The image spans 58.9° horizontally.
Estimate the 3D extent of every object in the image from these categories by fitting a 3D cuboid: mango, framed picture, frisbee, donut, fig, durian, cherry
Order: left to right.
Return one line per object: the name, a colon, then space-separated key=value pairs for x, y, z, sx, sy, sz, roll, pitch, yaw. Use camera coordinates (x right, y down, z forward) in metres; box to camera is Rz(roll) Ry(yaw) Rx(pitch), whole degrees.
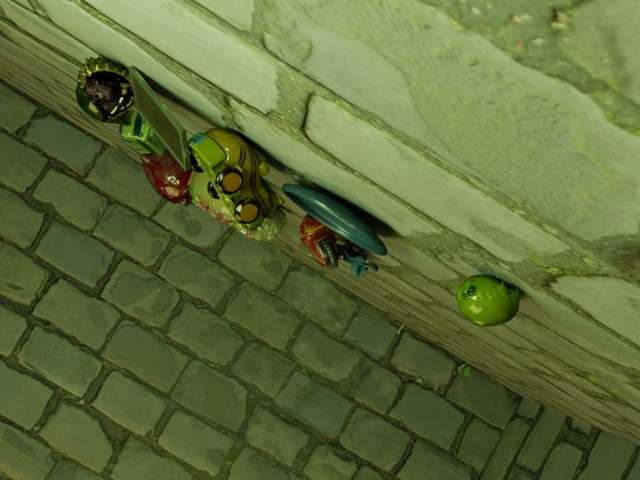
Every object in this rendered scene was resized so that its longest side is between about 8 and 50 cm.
fig: x=-0.572 y=-0.356 z=1.515 sx=0.117 sy=0.117 sz=0.177 roll=27 pitch=156 yaw=32
durian: x=-0.475 y=-0.367 z=1.273 sx=0.186 sy=0.119 sz=0.108 roll=92 pitch=158 yaw=-69
framed picture: x=-0.348 y=-0.261 z=1.231 sx=0.203 sy=0.015 sz=0.150 roll=50 pitch=158 yaw=16
cherry: x=-0.513 y=-0.227 z=1.965 sx=0.250 sy=0.175 sz=0.192 roll=34 pitch=-173 yaw=-3
donut: x=-0.263 y=-0.121 z=1.749 sx=0.307 sy=0.150 sz=0.371 roll=31 pitch=174 yaw=8
frisbee: x=0.040 y=-0.059 z=1.307 sx=0.289 sy=0.049 sz=0.289 roll=33 pitch=176 yaw=2
mango: x=0.341 y=0.128 z=1.147 sx=0.119 sy=0.100 sz=0.178 roll=24 pitch=178 yaw=34

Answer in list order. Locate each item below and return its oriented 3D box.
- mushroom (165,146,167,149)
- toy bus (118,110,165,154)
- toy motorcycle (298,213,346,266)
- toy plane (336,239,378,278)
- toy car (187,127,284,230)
mushroom: x=-0.508 y=-0.260 z=2.114 sx=0.223 sy=0.092 sz=0.081 roll=36 pitch=-144 yaw=-12
toy bus: x=-0.524 y=-0.319 z=1.682 sx=0.101 sy=0.088 sz=0.175 roll=11 pitch=174 yaw=2
toy motorcycle: x=0.000 y=0.002 z=1.622 sx=0.171 sy=0.089 sz=0.298 roll=58 pitch=174 yaw=-2
toy plane: x=0.064 y=0.037 z=1.789 sx=0.246 sy=0.078 sz=0.169 roll=31 pitch=175 yaw=41
toy car: x=-0.181 y=-0.146 z=1.257 sx=0.200 sy=0.142 sz=0.248 roll=38 pitch=160 yaw=49
